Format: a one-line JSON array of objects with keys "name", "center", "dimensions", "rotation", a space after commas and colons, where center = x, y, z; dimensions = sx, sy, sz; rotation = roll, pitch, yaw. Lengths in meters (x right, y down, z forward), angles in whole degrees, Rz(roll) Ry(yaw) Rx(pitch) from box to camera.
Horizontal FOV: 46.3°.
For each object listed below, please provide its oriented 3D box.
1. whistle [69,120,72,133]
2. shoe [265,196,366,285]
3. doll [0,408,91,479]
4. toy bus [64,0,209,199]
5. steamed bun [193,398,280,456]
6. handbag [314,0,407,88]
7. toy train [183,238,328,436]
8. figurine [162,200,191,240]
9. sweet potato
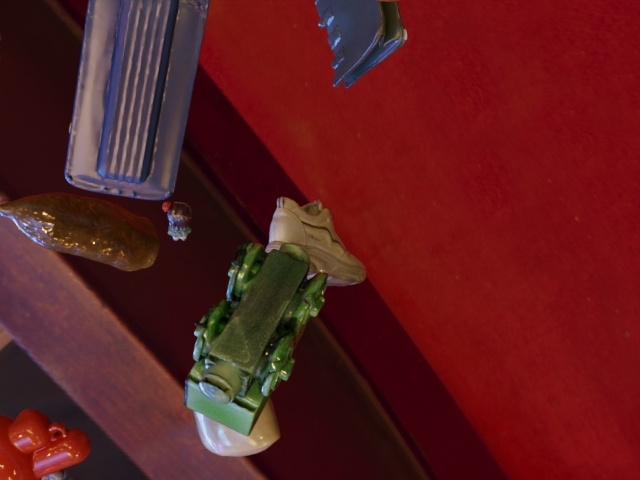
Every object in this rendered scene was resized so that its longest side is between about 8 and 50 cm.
[{"name": "whistle", "center": [-0.435, -0.217, 1.472], "dimensions": [0.109, 0.046, 0.057], "rotation": [20, 109, 14]}, {"name": "shoe", "center": [0.000, 0.000, 1.909], "dimensions": [0.342, 0.132, 0.211], "rotation": [17, 73, -44]}, {"name": "doll", "center": [-0.531, 0.366, 1.249], "dimensions": [0.290, 0.130, 0.161], "rotation": [-22, 112, 3]}, {"name": "toy bus", "center": [-0.239, -0.214, 0.971], "dimensions": [0.138, 0.175, 0.288], "rotation": [8, 108, -18]}, {"name": "steamed bun", "center": [-0.219, 0.424, 1.809], "dimensions": [0.154, 0.250, 0.200], "rotation": [-13, 90, -34]}, {"name": "handbag", "center": [0.087, -0.521, 1.771], "dimensions": [0.079, 0.260, 0.248], "rotation": [-1, 73, -29]}, {"name": "toy train", "center": [-0.084, 0.124, 0.987], "dimensions": [0.132, 0.243, 0.188], "rotation": [25, 145, 5]}, {"name": "figurine", "center": [-0.301, -0.040, 1.573], "dimensions": [0.060, 0.047, 0.106], "rotation": [12, 141, 1]}, {"name": "sweet potato", "center": [-0.555, -0.031, 1.734], "dimensions": [0.369, 0.158, 0.158], "rotation": [19, 114, -40]}]
